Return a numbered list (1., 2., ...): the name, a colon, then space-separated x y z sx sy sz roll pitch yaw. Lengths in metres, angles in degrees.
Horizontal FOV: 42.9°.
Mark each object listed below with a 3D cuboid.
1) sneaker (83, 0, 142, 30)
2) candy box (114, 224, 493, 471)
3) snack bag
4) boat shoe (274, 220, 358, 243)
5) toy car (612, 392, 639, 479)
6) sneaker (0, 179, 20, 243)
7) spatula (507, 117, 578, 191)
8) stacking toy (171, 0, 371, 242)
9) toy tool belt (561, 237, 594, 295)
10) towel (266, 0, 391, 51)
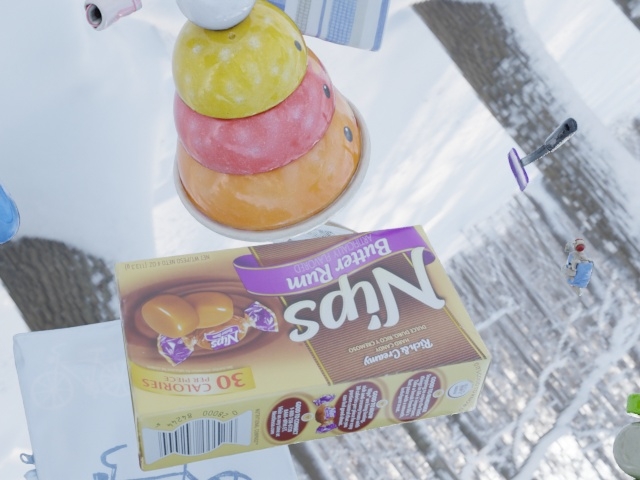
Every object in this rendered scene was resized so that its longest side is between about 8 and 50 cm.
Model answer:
1. sneaker: -0.300 -0.322 1.123 0.070 0.051 0.134 -33 -154 -21
2. candy box: -0.013 0.054 0.453 0.186 0.109 0.053 -8 134 -14
3. snack bag: -0.195 0.244 0.985 0.323 0.343 0.037 -8 160 -32
4. boat shoe: 0.000 0.000 1.763 0.277 0.098 0.096 17 94 -37
5. toy car: 0.508 0.324 1.203 0.188 0.149 0.155 49 51 -64
6. sneaker: -0.331 -0.060 0.702 0.069 0.082 0.209 -38 132 -12
7. spatula: 0.417 -0.170 1.548 0.030 0.084 0.296 -19 169 -16
8. stacking toy: -0.115 -0.248 1.254 0.350 0.350 0.480 -37 150 -12
9. toy tool belt: 0.416 0.044 1.305 0.051 0.052 0.083 -90 177 -53
10. towel: 0.011 -0.445 1.380 0.285 0.209 0.034 3 -170 -37
